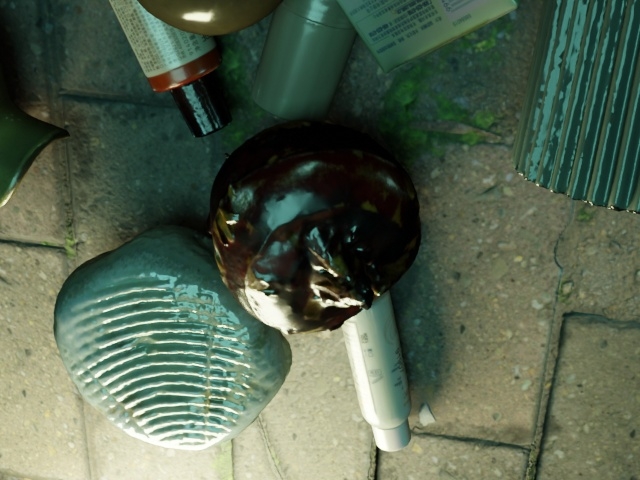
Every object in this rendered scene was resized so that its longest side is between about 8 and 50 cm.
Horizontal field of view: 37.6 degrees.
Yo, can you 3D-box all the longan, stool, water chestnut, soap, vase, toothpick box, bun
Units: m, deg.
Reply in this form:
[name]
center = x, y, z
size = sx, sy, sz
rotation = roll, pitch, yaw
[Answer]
[longan]
center = -0.129, -0.329, 1.076
size = 0.213, 0.198, 0.198
rotation = 19, 120, 24
[stool]
center = 0.375, -0.226, 1.021
size = 0.297, 0.297, 0.329
rotation = 7, 112, 10
[water chestnut]
center = 0.000, 0.000, 1.198
size = 0.300, 0.300, 0.299
rotation = 5, 117, 11
[soap]
center = 0.142, -0.311, 1.061
size = 0.199, 0.182, 0.138
rotation = -21, 111, 40
[vase]
center = -0.551, -0.192, 1.308
size = 0.329, 0.240, 0.302
rotation = -7, 132, 47
[toothpick box]
center = -0.014, -0.252, 1.190
size = 0.111, 0.111, 0.180
rotation = 21, 120, 2
[bun]
center = -0.210, 0.141, 1.386
size = 0.355, 0.194, 0.354
rotation = 5, 114, 11

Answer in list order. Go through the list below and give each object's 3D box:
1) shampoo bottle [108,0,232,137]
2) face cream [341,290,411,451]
[shampoo bottle]
center = -0.197, -0.267, 1.229
size = 0.104, 0.104, 0.278
rotation = -16, 111, 20
[face cream]
center = 0.088, 0.196, 1.409
size = 0.082, 0.082, 0.268
rotation = -6, 115, 16
